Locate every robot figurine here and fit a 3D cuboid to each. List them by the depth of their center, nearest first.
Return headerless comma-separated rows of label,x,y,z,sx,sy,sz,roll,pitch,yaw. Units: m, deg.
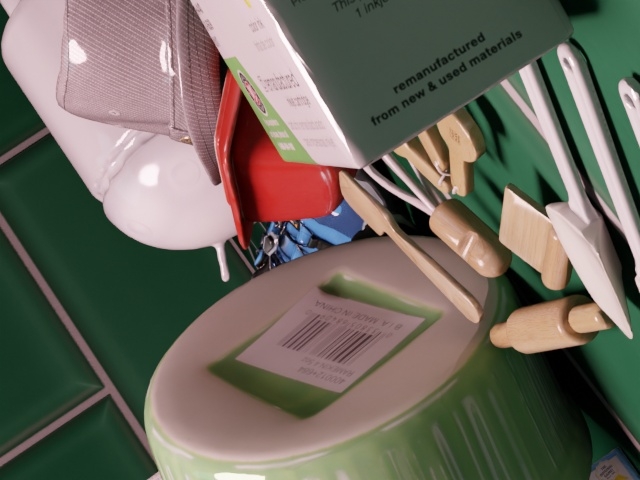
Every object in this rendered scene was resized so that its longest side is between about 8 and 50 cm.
robot figurine,-0.150,-0.138,1.717,0.353,0.200,0.300,55,145,14

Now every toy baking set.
toy baking set,0.091,-0.013,1.165,0.196,0.030,0.256,55,162,1

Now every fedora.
fedora,-0.129,-0.159,1.373,0.275,0.124,0.243,-80,-12,-89

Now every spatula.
spatula,0.144,-0.012,0.922,0.168,0.019,0.242,50,172,51

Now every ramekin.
ramekin,0.025,0.127,1.333,0.303,0.303,0.148,45,160,61

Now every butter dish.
butter dish,-0.004,-0.084,1.310,0.160,0.118,0.159,85,-166,-67

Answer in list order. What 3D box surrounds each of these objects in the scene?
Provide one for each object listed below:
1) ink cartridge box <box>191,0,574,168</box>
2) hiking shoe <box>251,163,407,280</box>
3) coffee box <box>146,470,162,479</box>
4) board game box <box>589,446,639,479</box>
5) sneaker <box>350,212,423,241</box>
ink cartridge box,-0.024,-0.180,0.866,0.278,0.117,0.201,59,173,-8
hiking shoe,0.000,0.000,1.583,0.113,0.132,0.304,51,172,40
coffee box,0.063,0.354,1.981,0.334,0.338,0.337,51,172,38
board game box,0.174,0.229,1.316,0.103,0.154,0.026,55,174,18
sneaker,0.094,0.079,1.549,0.124,0.107,0.283,36,168,28
